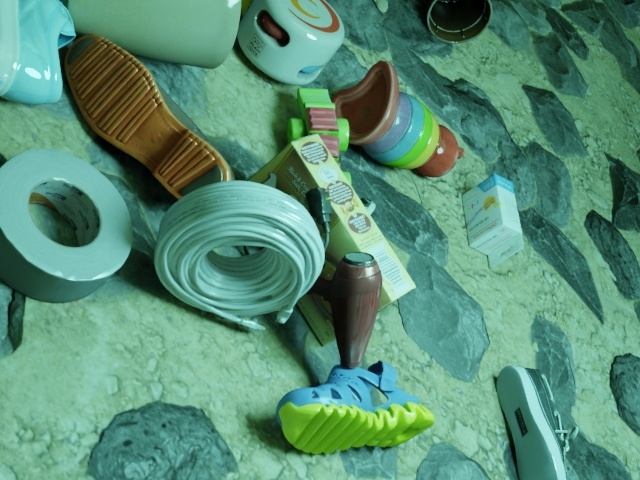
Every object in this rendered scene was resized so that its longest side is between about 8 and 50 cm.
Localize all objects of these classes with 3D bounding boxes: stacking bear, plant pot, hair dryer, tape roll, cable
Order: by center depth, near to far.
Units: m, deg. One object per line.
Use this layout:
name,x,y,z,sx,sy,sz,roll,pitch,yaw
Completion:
tape roll,-0.382,-0.023,1.437,0.219,0.072,0.219,27,44,-30
cable,-0.121,0.017,1.521,0.257,0.257,0.089,21,43,-26
hair dryer,0.008,0.070,1.642,0.080,0.224,0.293,-19,80,-44
plant pot,-0.313,-0.423,1.710,0.274,0.256,0.256,-5,64,-29
stacking bear,0.182,-0.223,2.108,0.289,0.175,0.164,25,43,-41
plant pot,0.347,-0.625,2.584,0.167,0.167,0.165,27,38,-29

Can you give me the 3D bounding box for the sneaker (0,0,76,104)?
sneaker,-0.467,-0.368,1.584,0.150,0.135,0.365,18,59,-42

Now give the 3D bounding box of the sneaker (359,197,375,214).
sneaker,0.043,-0.044,1.892,0.077,0.072,0.178,40,33,1

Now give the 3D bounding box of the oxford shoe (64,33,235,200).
oxford shoe,-0.283,-0.189,1.660,0.363,0.130,0.133,49,5,6

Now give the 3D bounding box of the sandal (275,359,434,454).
sandal,0.043,0.262,1.623,0.317,0.126,0.138,12,45,-48

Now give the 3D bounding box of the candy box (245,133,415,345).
candy box,0.000,0.000,1.717,0.088,0.183,0.316,-23,79,-52

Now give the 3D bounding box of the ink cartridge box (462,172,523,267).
ink cartridge box,0.377,-0.043,2.197,0.062,0.104,0.181,24,46,-32

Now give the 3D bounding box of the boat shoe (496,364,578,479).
boat shoe,0.430,0.382,1.917,0.105,0.113,0.306,7,46,-25

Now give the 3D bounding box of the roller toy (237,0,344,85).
roller toy,-0.065,-0.412,2.001,0.209,0.146,0.191,23,38,-25

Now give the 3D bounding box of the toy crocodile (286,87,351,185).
toy crocodile,0.001,-0.166,1.879,0.115,0.105,0.340,4,53,-10
